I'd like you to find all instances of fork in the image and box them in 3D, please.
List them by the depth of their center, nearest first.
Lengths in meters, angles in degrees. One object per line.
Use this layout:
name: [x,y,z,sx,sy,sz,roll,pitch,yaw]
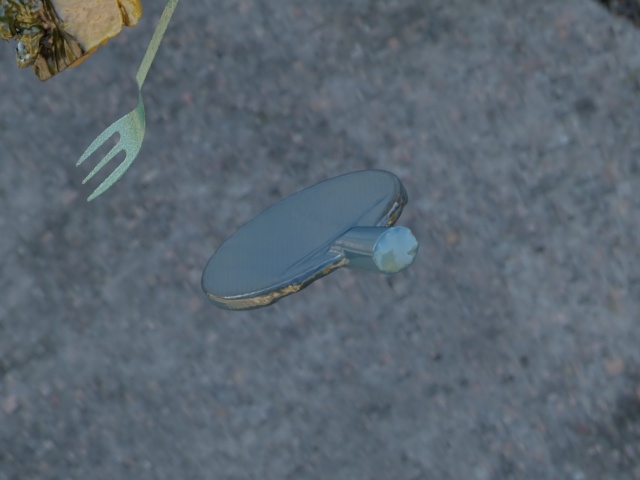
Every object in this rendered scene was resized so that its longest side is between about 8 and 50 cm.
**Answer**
fork: [-0.099,-0.103,1.118,0.021,0.235,0.039,-6,58,-32]

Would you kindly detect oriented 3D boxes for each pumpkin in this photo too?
pumpkin: [-0.123,-0.110,0.823,0.054,0.074,0.083,-37,9,-20]

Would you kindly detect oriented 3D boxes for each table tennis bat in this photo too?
table tennis bat: [0.000,0.000,1.766,0.215,0.044,0.329,-36,17,-18]
